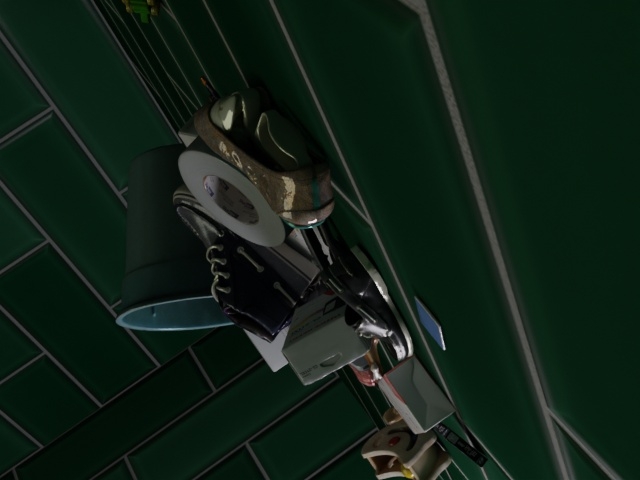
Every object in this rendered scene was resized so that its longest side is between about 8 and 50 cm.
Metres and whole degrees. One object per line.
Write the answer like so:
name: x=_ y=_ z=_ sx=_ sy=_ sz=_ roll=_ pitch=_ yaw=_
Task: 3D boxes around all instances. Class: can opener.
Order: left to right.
can opener: x=0.000 y=0.000 z=1.442 sx=0.186 sy=0.059 sz=0.073 roll=58 pitch=173 yaw=-27

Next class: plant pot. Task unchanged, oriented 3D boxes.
plant pot: x=-0.262 y=-0.007 z=1.921 sx=0.341 sy=0.341 sz=0.334 roll=82 pitch=-178 yaw=-75

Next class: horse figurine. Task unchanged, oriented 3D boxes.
horse figurine: x=0.050 y=0.142 z=1.767 sx=0.263 sy=0.066 sz=0.174 roll=45 pitch=162 yaw=47

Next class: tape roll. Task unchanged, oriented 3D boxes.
tape roll: x=-0.126 y=-0.089 z=1.504 sx=0.219 sy=0.072 sz=0.219 roll=31 pitch=155 yaw=16

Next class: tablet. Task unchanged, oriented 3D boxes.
tablet: x=0.142 y=0.106 z=1.185 sx=0.054 sy=0.006 sz=0.083 roll=52 pitch=172 yaw=30

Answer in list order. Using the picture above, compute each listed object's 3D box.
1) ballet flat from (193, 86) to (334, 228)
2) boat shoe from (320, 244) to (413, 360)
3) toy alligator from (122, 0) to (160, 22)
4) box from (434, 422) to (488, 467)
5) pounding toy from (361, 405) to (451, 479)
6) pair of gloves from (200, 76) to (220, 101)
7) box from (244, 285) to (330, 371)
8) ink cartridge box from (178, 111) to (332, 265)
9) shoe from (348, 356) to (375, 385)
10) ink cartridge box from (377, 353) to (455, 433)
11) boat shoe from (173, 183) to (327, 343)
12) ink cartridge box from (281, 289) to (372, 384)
ballet flat: x=-0.077 y=-0.140 z=1.226 sx=0.316 sy=0.107 sz=0.106 roll=43 pitch=147 yaw=39
boat shoe: x=0.072 y=0.107 z=1.386 sx=0.084 sy=0.079 sz=0.233 roll=45 pitch=169 yaw=50
toy alligator: x=-0.313 y=-0.436 z=1.590 sx=0.190 sy=0.056 sz=0.051 roll=89 pitch=-174 yaw=-78
box: x=0.232 y=0.338 z=1.528 sx=0.083 sy=0.018 sz=0.067 roll=40 pitch=175 yaw=-7
pounding toy: x=0.162 y=0.441 z=2.044 sx=0.155 sy=0.154 sz=0.269 roll=57 pitch=173 yaw=-13
pair of gloves: x=-0.200 y=-0.269 z=1.761 sx=0.074 sy=0.010 sz=0.083 roll=54 pitch=171 yaw=26
box: x=-0.098 y=0.154 z=2.233 sx=0.168 sy=0.215 sz=0.345 roll=57 pitch=173 yaw=-12
ink cartridge box: x=-0.087 y=-0.084 z=1.631 sx=0.261 sy=0.066 sz=0.296 roll=17 pitch=149 yaw=38
shoe: x=0.080 y=0.285 z=2.248 sx=0.178 sy=0.063 sz=0.081 roll=40 pitch=159 yaw=52
ink cartridge box: x=0.160 y=0.267 z=1.581 sx=0.115 sy=0.067 sz=0.198 roll=54 pitch=172 yaw=10
boat shoe: x=-0.164 y=0.042 z=1.684 sx=0.340 sy=0.158 sz=0.127 roll=34 pitch=155 yaw=10
ink cartridge box: x=0.017 y=0.144 z=1.500 sx=0.072 sy=0.127 sz=0.175 roll=57 pitch=-166 yaw=-11
